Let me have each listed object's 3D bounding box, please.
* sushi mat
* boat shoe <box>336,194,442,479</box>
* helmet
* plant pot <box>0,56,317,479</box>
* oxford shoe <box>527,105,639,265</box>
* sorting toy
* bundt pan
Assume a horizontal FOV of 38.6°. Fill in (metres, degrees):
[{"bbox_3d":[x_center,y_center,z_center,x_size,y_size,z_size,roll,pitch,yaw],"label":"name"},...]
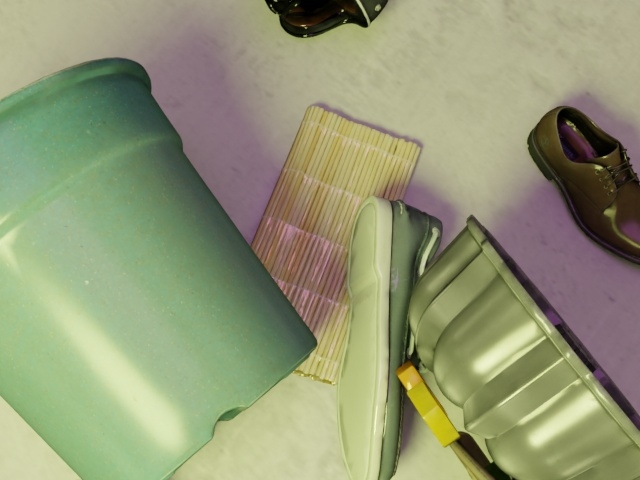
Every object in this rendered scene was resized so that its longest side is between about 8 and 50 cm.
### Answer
[{"bbox_3d":[0.000,0.000,1.071,0.152,0.019,0.316,20,72,3],"label":"sushi mat"},{"bbox_3d":[0.084,0.109,0.990,0.099,0.116,0.319,10,73,-20],"label":"boat shoe"},{"bbox_3d":[0.008,-0.333,1.104,0.162,0.169,0.169,-12,72,11],"label":"helmet"},{"bbox_3d":[-0.201,0.058,0.898,0.341,0.341,0.334,-40,85,-13],"label":"plant pot"},{"bbox_3d":[0.333,-0.063,1.064,0.083,0.096,0.227,-38,79,-15],"label":"oxford shoe"},{"bbox_3d":[0.180,0.249,0.853,0.041,0.229,0.307,-35,94,1],"label":"sorting toy"},{"bbox_3d":[0.204,0.139,0.893,0.124,0.331,0.330,-40,77,11],"label":"bundt pan"}]
